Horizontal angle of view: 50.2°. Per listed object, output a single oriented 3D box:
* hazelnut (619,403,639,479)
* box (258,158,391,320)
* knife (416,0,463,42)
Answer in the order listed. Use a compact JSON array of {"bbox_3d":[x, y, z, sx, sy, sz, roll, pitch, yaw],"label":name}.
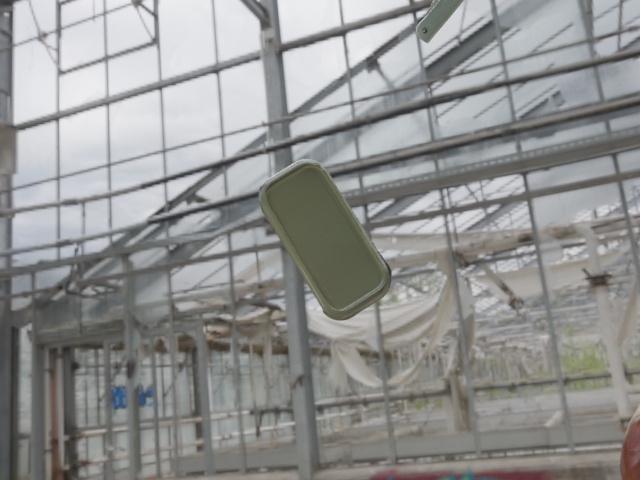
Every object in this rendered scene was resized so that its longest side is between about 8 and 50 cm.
[{"bbox_3d":[0.452,0.280,0.762,0.261,0.261,0.241,15,-68,-55],"label":"hazelnut"},{"bbox_3d":[0.000,0.000,1.217,0.138,0.274,0.178,-30,2,-8],"label":"box"},{"bbox_3d":[0.213,-0.402,1.136,0.162,0.044,0.023,-49,-3,37],"label":"knife"}]
